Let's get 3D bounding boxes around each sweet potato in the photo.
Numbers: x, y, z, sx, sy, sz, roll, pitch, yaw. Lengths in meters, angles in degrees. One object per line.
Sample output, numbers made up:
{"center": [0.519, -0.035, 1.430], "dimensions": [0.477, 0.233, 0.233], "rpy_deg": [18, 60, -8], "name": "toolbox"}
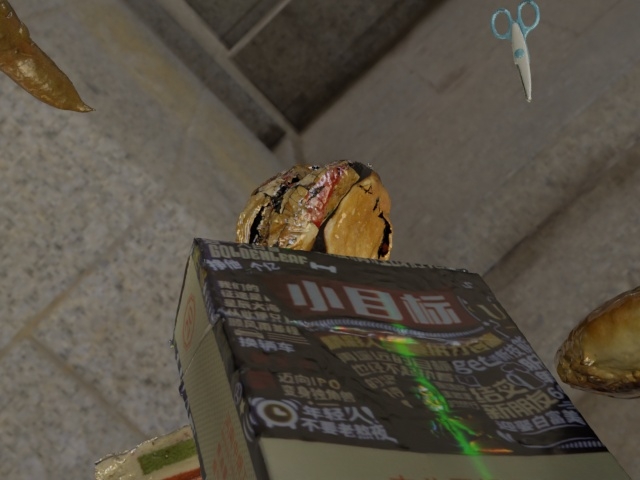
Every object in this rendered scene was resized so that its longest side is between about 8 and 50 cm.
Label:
{"center": [-0.315, -0.206, 0.955], "dimensions": [0.067, 0.274, 0.067], "rpy_deg": [-20, 47, 24], "name": "sweet potato"}

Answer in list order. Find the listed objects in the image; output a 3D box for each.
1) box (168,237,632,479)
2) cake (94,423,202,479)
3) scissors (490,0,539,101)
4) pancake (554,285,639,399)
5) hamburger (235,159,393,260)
{"center": [0.041, 0.115, 0.534], "dimensions": [0.310, 0.198, 0.084], "rpy_deg": [-118, 40, -57], "name": "box"}
{"center": [-0.236, 0.324, 1.427], "dimensions": [0.220, 0.117, 0.086], "rpy_deg": [-41, 52, 33], "name": "cake"}
{"center": [0.226, -0.213, 1.140], "dimensions": [0.058, 0.119, 0.014], "rpy_deg": [-15, -17, 25], "name": "scissors"}
{"center": [0.265, 0.058, 0.582], "dimensions": [0.266, 0.245, 0.057], "rpy_deg": [64, -155, -76], "name": "pancake"}
{"center": [0.000, 0.000, 1.297], "dimensions": [0.107, 0.231, 0.231], "rpy_deg": [15, 56, 41], "name": "hamburger"}
